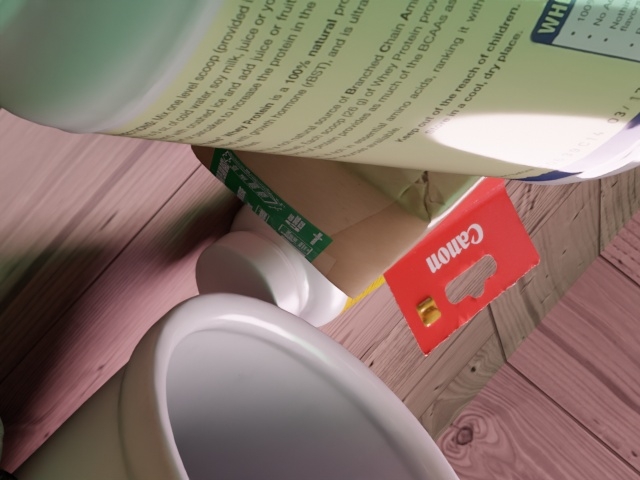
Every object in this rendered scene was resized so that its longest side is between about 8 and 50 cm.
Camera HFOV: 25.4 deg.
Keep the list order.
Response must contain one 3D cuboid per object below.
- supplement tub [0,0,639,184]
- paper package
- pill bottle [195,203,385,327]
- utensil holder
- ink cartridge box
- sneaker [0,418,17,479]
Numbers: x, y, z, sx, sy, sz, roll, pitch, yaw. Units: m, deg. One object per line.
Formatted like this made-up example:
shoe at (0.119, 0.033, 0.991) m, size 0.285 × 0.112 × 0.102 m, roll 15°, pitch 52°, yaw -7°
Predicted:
supplement tub at (-0.007, -0.148, 0.521) m, size 0.325 × 0.235 × 0.235 m, roll 4°, pitch 129°, yaw -32°
paper package at (0.077, -0.136, 0.861) m, size 0.309 × 0.168 × 0.325 m, roll -46°, pitch 179°, yaw -10°
pill bottle at (0.000, 0.000, 1.150) m, size 0.208 × 0.117 × 0.117 m, roll -33°, pitch 155°, yaw -41°
utensil holder at (-0.116, 0.281, 1.012) m, size 0.385 × 0.327 × 0.327 m, roll -42°, pitch 165°, yaw 22°
ink cartridge box at (0.097, -0.049, 1.133) m, size 0.181 × 0.225 × 0.056 m, roll -34°, pitch -173°, yaw -40°
sneaker at (-0.297, 0.202, 0.904) m, size 0.256 × 0.094 × 0.151 m, roll -50°, pitch 164°, yaw 5°
